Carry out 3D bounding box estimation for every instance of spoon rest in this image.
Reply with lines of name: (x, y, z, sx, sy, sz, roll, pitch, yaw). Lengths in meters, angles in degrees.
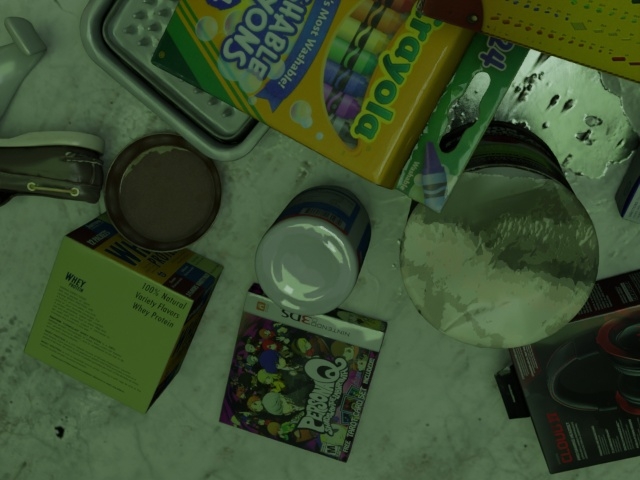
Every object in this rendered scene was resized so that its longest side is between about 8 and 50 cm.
spoon rest: (-0.480, -0.225, 1.077, 0.276, 0.084, 0.137, -24, 101, 30)

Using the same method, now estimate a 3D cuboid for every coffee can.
coffee can: (0.203, -0.020, 0.902, 0.202, 0.275, 0.201, 3, 108, 9)

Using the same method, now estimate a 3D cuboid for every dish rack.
dish rack: (-0.120, -0.300, 0.979, 0.285, 0.072, 0.333, 40, 110, -5)

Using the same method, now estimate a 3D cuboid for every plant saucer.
plant saucer: (-0.219, -0.067, 1.073, 0.169, 0.029, 0.168, 0, 89, 2)

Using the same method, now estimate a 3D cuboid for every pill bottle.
pill bottle: (0.000, 0.000, 0.974, 0.124, 0.221, 0.124, 3, 108, 10)

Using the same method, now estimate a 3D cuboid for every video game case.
video game case: (-0.030, 0.200, 1.140, 0.210, 0.042, 0.232, 17, 110, 6)

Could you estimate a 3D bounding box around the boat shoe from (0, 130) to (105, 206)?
boat shoe: (-0.464, -0.092, 1.079, 0.324, 0.116, 0.096, -2, 84, 6)

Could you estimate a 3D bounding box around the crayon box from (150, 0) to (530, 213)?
crayon box: (0.019, -0.190, 0.745, 0.323, 0.083, 0.203, 30, 98, 14)

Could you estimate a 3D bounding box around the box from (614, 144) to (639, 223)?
box: (0.457, -0.073, 0.939, 0.137, 0.072, 0.126, 18, 118, 4)

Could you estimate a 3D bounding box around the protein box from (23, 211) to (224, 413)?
protein box: (-0.282, 0.099, 1.104, 0.200, 0.136, 0.201, 26, 111, 2)

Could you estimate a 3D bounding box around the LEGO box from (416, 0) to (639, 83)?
LEGO box: (0.371, -0.292, 0.655, 0.500, 0.372, 0.193, 19, 139, 1)

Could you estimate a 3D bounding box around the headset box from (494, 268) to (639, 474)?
headset box: (0.386, 0.172, 1.018, 0.293, 0.110, 0.218, -17, 105, 15)
